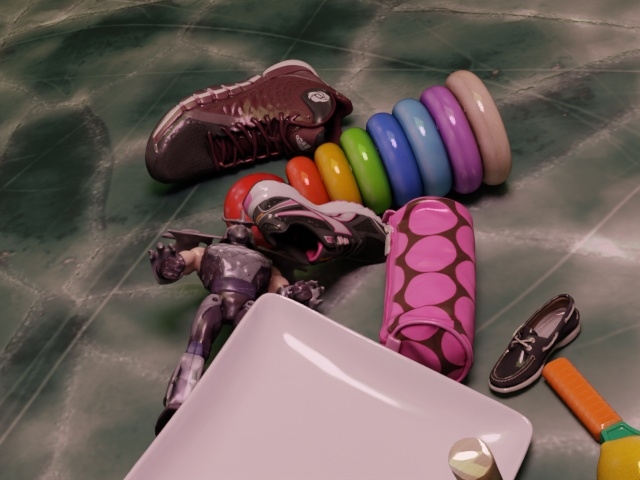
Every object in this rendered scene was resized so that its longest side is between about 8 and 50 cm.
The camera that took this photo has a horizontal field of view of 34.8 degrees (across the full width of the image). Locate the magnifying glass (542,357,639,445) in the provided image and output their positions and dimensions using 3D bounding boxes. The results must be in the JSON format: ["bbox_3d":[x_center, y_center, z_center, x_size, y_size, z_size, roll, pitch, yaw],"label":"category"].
[{"bbox_3d":[0.263,0.181,0.874,0.092,0.026,0.231,-22,41,-11],"label":"magnifying glass"}]

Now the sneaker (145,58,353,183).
[{"bbox_3d":[-0.076,-0.139,1.311,0.281,0.106,0.162,-34,45,-25],"label":"sneaker"}]

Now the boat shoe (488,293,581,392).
[{"bbox_3d":[0.204,0.097,0.979,0.125,0.038,0.046,-34,36,-25],"label":"boat shoe"}]

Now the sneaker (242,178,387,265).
[{"bbox_3d":[0.000,0.000,1.092,0.178,0.072,0.077,13,36,-29],"label":"sneaker"}]

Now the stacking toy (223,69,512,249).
[{"bbox_3d":[0.046,-0.076,1.182,0.330,0.141,0.141,-22,38,-3],"label":"stacking toy"}]

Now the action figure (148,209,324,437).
[{"bbox_3d":[-0.091,0.072,1.042,0.185,0.099,0.285,7,48,-3],"label":"action figure"}]

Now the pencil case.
[{"bbox_3d":[0.106,0.047,1.033,0.098,0.095,0.209,19,38,-10],"label":"pencil case"}]

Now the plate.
[{"bbox_3d":[0.007,0.198,0.851,0.277,0.045,0.278,25,49,11],"label":"plate"}]

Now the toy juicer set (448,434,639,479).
[{"bbox_3d":[0.200,0.189,0.649,0.329,0.209,0.089,-6,62,36],"label":"toy juicer set"}]
